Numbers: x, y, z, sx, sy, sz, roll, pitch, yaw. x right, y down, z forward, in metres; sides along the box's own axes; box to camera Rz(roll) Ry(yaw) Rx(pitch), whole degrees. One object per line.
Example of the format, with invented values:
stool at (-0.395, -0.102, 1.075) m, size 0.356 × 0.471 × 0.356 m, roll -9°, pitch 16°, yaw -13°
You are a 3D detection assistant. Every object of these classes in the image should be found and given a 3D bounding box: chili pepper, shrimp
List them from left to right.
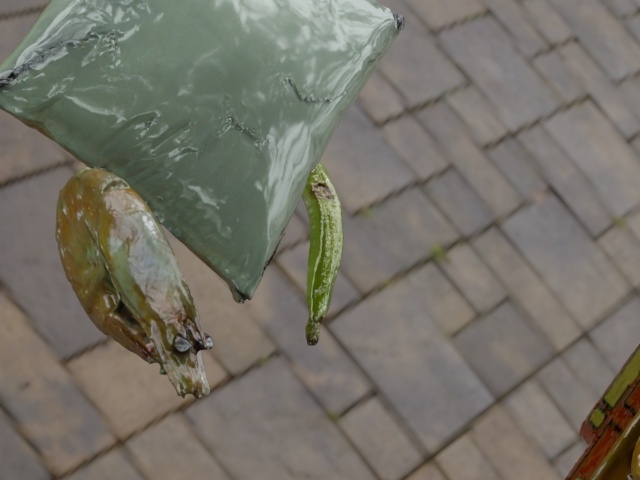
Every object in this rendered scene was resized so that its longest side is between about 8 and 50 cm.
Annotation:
shrimp at (-0.137, 0.038, 1.301) m, size 0.051 × 0.115 × 0.217 m, roll -15°, pitch 53°, yaw -34°
chili pepper at (0.001, -0.001, 1.672) m, size 0.043 × 0.049 × 0.208 m, roll 56°, pitch 25°, yaw -48°

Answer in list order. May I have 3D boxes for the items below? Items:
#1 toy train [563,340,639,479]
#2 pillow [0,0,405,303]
toy train at (0.251, 0.205, 1.281) m, size 0.163 × 0.369 × 0.231 m, roll 34°, pitch 4°, yaw -11°
pillow at (-0.096, -0.152, 1.463) m, size 0.310 × 0.119 × 0.312 m, roll 38°, pitch 69°, yaw -26°
